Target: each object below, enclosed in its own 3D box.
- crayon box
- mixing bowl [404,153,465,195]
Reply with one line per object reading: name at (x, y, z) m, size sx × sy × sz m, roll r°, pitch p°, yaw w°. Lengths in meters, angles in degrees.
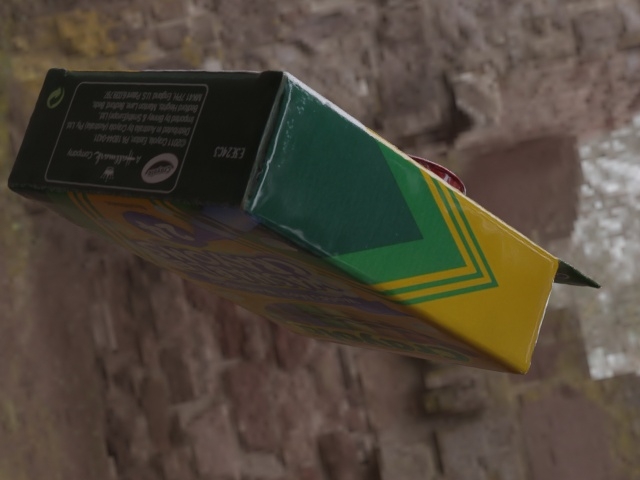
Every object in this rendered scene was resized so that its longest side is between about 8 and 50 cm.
crayon box at (0.000, 0.000, 0.944) m, size 0.323 × 0.203 × 0.083 m, roll 29°, pitch 74°, yaw -44°
mixing bowl at (0.038, -0.004, 1.386) m, size 0.181 × 0.181 × 0.098 m, roll 78°, pitch 15°, yaw -70°
